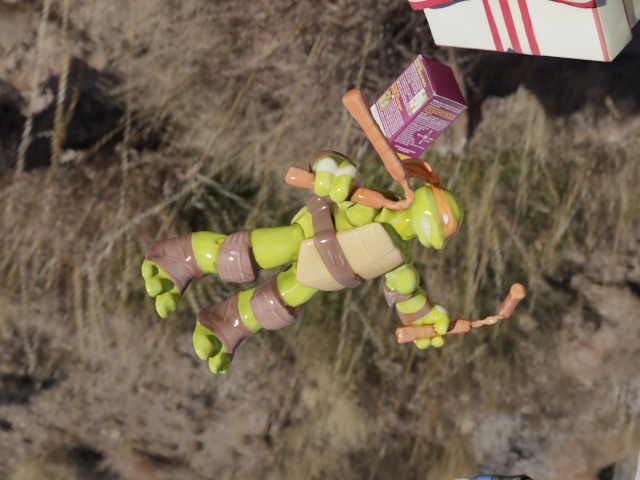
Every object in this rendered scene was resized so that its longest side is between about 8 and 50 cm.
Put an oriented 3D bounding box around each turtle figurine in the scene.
[{"bbox_3d":[0.000,0.000,0.775,0.217,0.087,0.269,-19,145,15],"label":"turtle figurine"}]

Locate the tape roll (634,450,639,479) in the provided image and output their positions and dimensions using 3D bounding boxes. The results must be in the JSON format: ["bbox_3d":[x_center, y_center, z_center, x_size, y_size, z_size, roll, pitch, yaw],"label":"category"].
[{"bbox_3d":[0.202,-0.006,0.274,0.100,0.286,0.286,41,145,4],"label":"tape roll"}]

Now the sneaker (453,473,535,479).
[{"bbox_3d":[0.154,0.253,0.926,0.084,0.152,0.058,-15,175,36],"label":"sneaker"}]

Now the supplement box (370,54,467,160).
[{"bbox_3d":[0.088,-0.121,1.114,0.043,0.055,0.083,16,134,-35],"label":"supplement box"}]

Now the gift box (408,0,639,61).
[{"bbox_3d":[0.207,-0.349,1.221,0.255,0.258,0.276,10,138,46],"label":"gift box"}]
